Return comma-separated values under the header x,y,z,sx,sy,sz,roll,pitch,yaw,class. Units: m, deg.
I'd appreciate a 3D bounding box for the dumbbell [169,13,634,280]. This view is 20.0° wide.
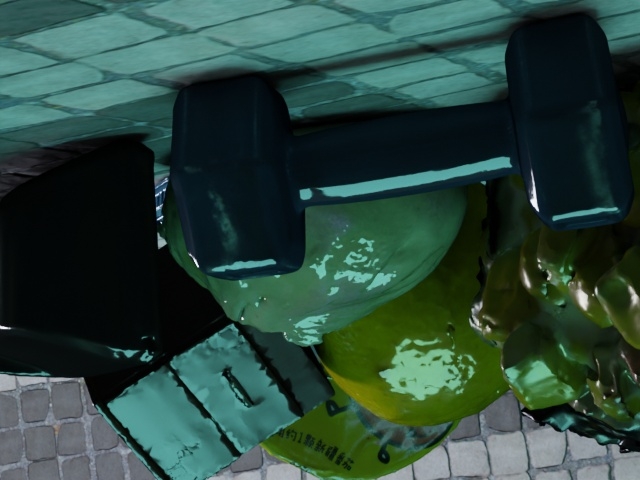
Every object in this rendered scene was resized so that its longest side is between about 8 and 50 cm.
x,y,z,sx,sy,sz,roll,pitch,yaw,class
0.056,-0.061,1.273,0.316,0.156,0.143,-9,-156,10,dumbbell

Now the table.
x,y,z,sx,sy,sz,roll,pitch,yaw,class
-0.121,0.117,1.812,0.193,0.169,0.172,-33,-143,1,table

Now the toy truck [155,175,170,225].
x,y,z,sx,sy,sz,roll,pitch,yaw,class
-0.133,-0.034,1.730,0.073,0.056,0.090,-4,164,20,toy truck

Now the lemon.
x,y,z,sx,sy,sz,roll,pitch,yaw,class
0.104,0.055,1.854,0.260,0.260,0.284,-7,130,-19,lemon

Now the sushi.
x,y,z,sx,sy,sz,roll,pitch,yaw,class
0.249,0.007,1.518,0.329,0.328,0.285,5,171,43,sushi

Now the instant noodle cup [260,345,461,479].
x,y,z,sx,sy,sz,roll,pitch,yaw,class
-0.001,0.099,2.096,0.325,0.325,0.254,-7,-176,-20,instant noodle cup

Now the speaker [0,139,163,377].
x,y,z,sx,sy,sz,roll,pitch,yaw,class
-0.259,0.032,1.587,0.184,0.180,0.388,-2,173,-16,speaker

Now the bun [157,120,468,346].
x,y,z,sx,sy,sz,roll,pitch,yaw,class
0.000,0.000,1.607,0.283,0.179,0.283,-10,172,-1,bun
